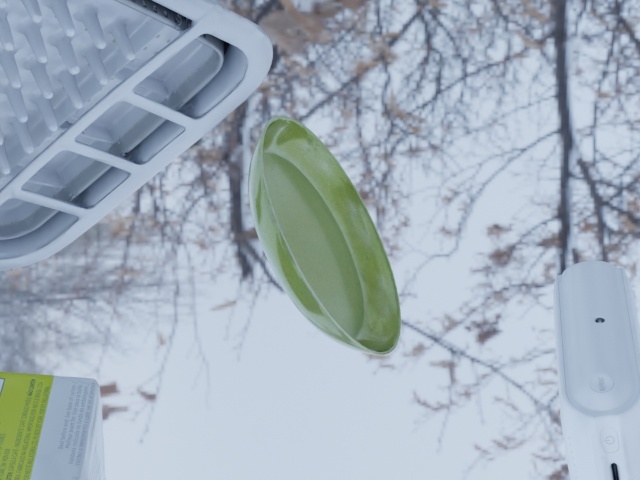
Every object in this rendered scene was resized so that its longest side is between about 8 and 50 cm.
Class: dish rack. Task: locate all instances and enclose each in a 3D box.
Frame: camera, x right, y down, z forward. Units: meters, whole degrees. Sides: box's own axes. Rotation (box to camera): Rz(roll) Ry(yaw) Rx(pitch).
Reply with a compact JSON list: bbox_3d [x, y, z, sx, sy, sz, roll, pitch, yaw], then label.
[{"bbox_3d":[-0.218,-0.095,0.591,0.286,0.333,0.072,-35,-114,24],"label":"dish rack"}]

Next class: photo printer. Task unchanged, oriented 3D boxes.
[{"bbox_3d":[0.353,0.211,1.239,0.307,0.107,0.256,-75,152,-55],"label":"photo printer"}]

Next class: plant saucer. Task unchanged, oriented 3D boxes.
[{"bbox_3d":[0.000,0.000,0.934,0.241,0.037,0.241,51,23,-32],"label":"plant saucer"}]

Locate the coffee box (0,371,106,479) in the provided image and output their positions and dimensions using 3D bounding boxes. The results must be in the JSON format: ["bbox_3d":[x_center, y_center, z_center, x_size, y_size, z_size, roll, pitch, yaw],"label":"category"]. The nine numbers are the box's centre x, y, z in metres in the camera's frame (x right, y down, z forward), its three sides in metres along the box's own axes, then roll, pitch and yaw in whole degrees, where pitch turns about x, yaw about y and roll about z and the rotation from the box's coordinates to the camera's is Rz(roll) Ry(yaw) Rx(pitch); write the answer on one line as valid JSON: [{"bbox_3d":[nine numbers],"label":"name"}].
[{"bbox_3d":[-0.393,0.348,0.954,0.338,0.335,0.337,-91,-173,-45],"label":"coffee box"}]
